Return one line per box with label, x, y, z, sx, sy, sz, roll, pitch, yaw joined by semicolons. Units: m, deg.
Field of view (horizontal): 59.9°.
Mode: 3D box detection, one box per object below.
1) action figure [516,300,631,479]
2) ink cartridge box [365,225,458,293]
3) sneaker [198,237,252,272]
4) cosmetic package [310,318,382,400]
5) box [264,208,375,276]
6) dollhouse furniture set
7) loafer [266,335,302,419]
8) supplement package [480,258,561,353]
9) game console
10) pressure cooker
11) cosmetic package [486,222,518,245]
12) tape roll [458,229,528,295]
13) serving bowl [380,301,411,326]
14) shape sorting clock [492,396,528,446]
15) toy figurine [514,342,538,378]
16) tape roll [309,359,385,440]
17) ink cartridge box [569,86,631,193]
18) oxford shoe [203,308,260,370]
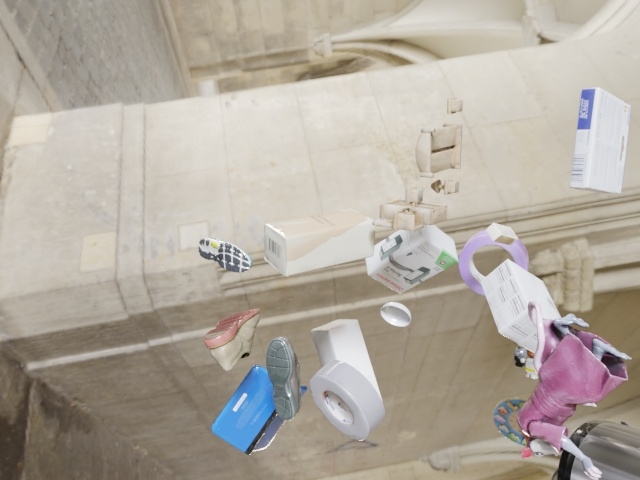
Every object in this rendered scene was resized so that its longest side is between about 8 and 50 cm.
action figure;0.558;0.378;1.332;0.370;0.276;0.248;-66;174;19
ink cartridge box;0.346;0.064;2.134;0.211;0.289;0.121;31;39;-33
sneaker;-0.352;0.041;2.140;0.275;0.110;0.107;23;-69;37
cosmetic package;0.106;0.528;2.351;0.197;0.155;0.365;-14;-89;66
box;0.000;0.000;1.660;0.148;0.311;0.121;31;-54;51
dollhouse furniture set;0.269;-0.232;1.624;0.303;0.174;0.355;-19;113;-51
loafer;-0.104;0.412;1.701;0.084;0.096;0.267;-24;114;-56
supplement package;0.724;0.235;1.994;0.145;0.204;0.262;-47;-154;30
game console;-0.220;0.619;2.054;0.293;0.250;0.173;-55;-173;-2
pressure cooker;0.973;0.771;1.764;0.420;0.370;0.375;-2;-116;61
cosmetic package;0.661;-0.022;2.021;0.041;0.115;0.060;-48;-133;33
tape roll;0.723;0.094;2.324;0.090;0.275;0.274;-37;122;-60
serving bowl;0.203;0.190;1.470;0.083;0.083;0.027;84;29;-45
shape sorting clock;0.635;0.566;1.714;0.040;0.206;0.206;-54;144;-49
toy figurine;0.948;0.490;2.379;0.213;0.210;0.148;-83;173;-80
tape roll;0.071;0.439;1.531;0.219;0.072;0.219;31;-40;30
ink cartridge box;0.960;-0.328;1.900;0.071;0.330;0.324;8;-85;44
oxford shoe;-0.270;0.313;1.790;0.348;0.123;0.130;-36;107;-72
